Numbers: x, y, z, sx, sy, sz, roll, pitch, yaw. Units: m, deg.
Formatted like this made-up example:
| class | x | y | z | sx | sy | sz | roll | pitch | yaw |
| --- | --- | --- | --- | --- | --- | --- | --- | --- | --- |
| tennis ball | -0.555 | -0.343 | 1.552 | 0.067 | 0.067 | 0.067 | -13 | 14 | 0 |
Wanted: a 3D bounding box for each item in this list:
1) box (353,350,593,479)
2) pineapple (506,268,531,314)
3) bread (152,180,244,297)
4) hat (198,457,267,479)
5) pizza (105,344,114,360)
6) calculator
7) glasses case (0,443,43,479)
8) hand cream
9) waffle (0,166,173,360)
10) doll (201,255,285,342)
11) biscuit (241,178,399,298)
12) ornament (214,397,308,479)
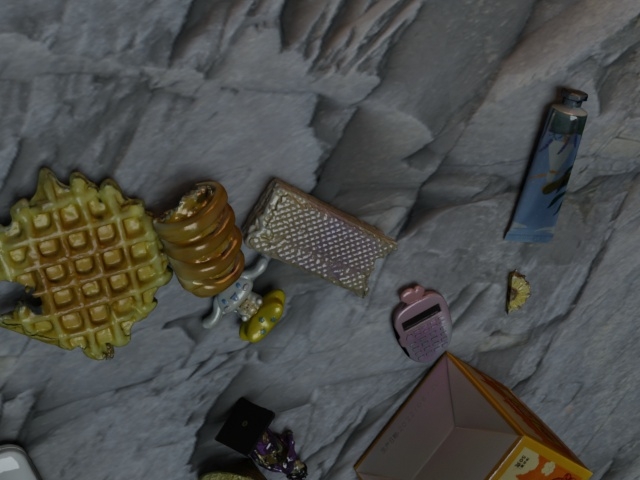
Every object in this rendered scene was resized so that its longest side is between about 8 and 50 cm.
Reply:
| class | x | y | z | sx | sy | sz | roll | pitch | yaw |
| --- | --- | --- | --- | --- | --- | --- | --- | --- | --- |
| box | 0.256 | 0.399 | 1.493 | 0.213 | 0.259 | 0.284 | 31 | 100 | -33 |
| pineapple | 0.349 | 0.089 | 1.527 | 0.045 | 0.019 | 0.083 | -10 | 118 | -11 |
| bread | -0.162 | -0.002 | 1.220 | 0.119 | 0.084 | 0.177 | -55 | 139 | -43 |
| hat | -0.125 | 0.394 | 1.454 | 0.145 | 0.067 | 0.146 | 11 | 140 | 9 |
| pizza | -0.327 | 0.147 | 1.276 | 0.037 | 0.016 | 0.083 | -30 | 120 | -8 |
| calculator | 0.173 | 0.140 | 1.475 | 0.103 | 0.024 | 0.166 | -27 | 123 | -8 |
| glasses case | -0.455 | 0.391 | 1.319 | 0.076 | 0.049 | 0.197 | -23 | 120 | -11 |
| hand cream | 0.379 | -0.115 | 1.425 | 0.091 | 0.058 | 0.272 | 2 | 118 | -19 |
| waffle | -0.330 | 0.034 | 1.192 | 0.261 | 0.056 | 0.250 | 30 | 95 | -30 |
| doll | -0.110 | 0.086 | 1.318 | 0.113 | 0.071 | 0.135 | 17 | 101 | -9 |
| biscuit | 0.000 | 0.000 | 1.317 | 0.238 | 0.062 | 0.108 | 25 | 104 | -29 |
| ornament | -0.076 | 0.341 | 1.446 | 0.203 | 0.088 | 0.081 | 45 | 68 | -44 |
